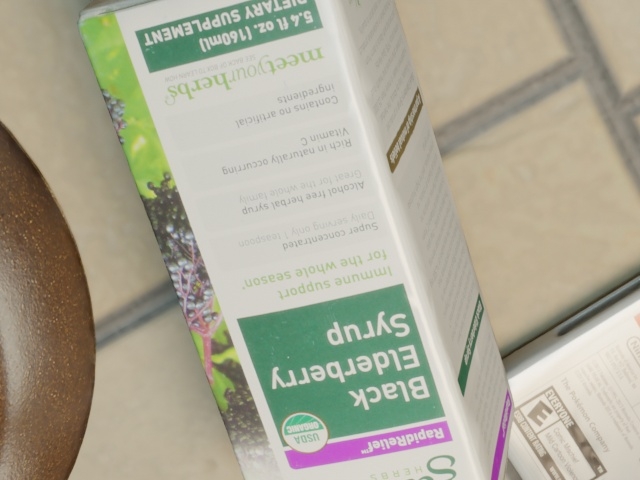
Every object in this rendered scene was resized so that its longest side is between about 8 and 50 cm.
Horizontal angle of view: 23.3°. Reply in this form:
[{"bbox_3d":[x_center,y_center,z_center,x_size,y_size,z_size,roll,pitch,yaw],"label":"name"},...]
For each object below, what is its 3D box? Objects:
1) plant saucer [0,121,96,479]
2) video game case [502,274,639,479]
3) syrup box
[{"bbox_3d":[-0.248,0.054,0.630,0.311,0.050,0.310,-2,110,-6],"label":"plant saucer"},{"bbox_3d":[0.193,0.096,0.709,0.183,0.023,0.201,-32,108,5],"label":"video game case"},{"bbox_3d":[0.000,0.000,0.605,0.093,0.096,0.237,-12,110,17],"label":"syrup box"}]
